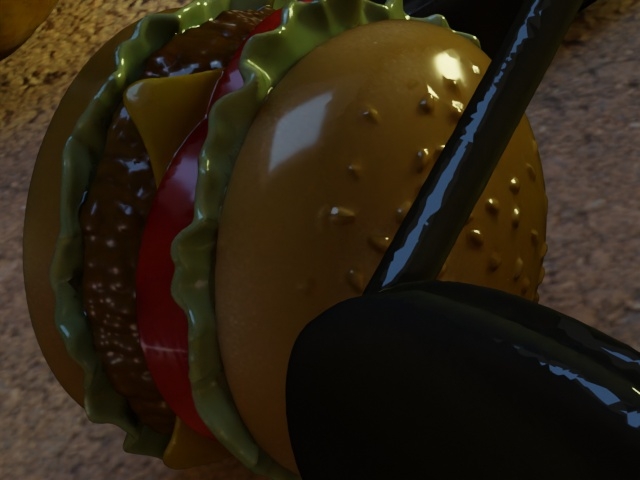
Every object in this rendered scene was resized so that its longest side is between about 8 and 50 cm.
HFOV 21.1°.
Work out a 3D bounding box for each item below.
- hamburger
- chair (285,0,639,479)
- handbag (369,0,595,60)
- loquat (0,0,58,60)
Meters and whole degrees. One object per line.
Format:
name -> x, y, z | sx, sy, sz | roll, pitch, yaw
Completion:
hamburger -> 0.000, 0.000, 0.898 | 0.212, 0.274, 0.274 | 10, 44, 38
chair -> 0.228, 0.026, 0.704 | 0.364, 0.362, 0.410 | 22, 56, 42
handbag -> 0.077, -0.204, 1.281 | 0.285, 0.113, 0.257 | -34, 31, -21
loquat -> -0.342, -0.281, 1.387 | 0.328, 0.328, 0.328 | -12, 35, 9
